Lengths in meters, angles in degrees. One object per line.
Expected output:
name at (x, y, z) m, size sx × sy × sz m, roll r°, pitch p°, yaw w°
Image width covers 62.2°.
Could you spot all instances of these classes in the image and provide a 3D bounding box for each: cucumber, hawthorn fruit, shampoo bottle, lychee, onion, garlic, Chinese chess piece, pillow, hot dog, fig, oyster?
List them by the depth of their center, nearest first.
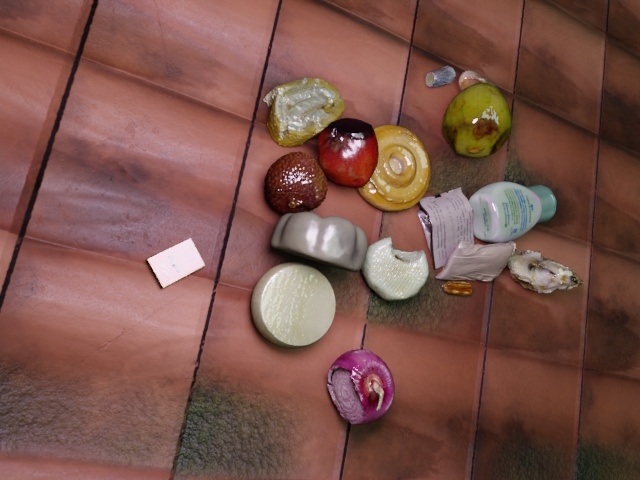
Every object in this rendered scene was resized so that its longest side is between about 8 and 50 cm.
Chinese chess piece at (-0.079, 0.187, 1.539) m, size 0.251 × 0.101 × 0.250 m, roll 4°, pitch 81°, yaw -25°
lychee at (-0.076, -0.167, 1.547) m, size 0.195 × 0.194 × 0.194 m, roll 4°, pitch 81°, yaw -25°
onion at (0.131, 0.426, 1.576) m, size 0.201 × 0.200 × 0.207 m, roll -32°, pitch 65°, yaw -26°
hawthorn fruit at (0.091, -0.251, 1.599) m, size 0.189 × 0.190 × 0.251 m, roll -54°, pitch 146°, yaw -22°
pillow at (0.542, 0.069, 1.843) m, size 0.271 × 0.067 × 0.173 m, roll 5°, pitch 120°, yaw -25°
hot dog at (0.478, 0.165, 1.849) m, size 0.122 × 0.037 × 0.049 m, roll 9°, pitch 90°, yaw -19°
fig at (0.551, -0.430, 1.859) m, size 0.240 × 0.239 × 0.270 m, roll 26°, pitch 65°, yaw -20°
cucumber at (0.432, -0.590, 1.919) m, size 0.112 × 0.064 × 0.064 m, roll -25°, pitch 94°, yaw -24°
shampoo bottle at (0.712, -0.115, 1.934) m, size 0.350 × 0.151 × 0.221 m, roll -13°, pitch 93°, yaw -26°
garlic at (0.592, -0.566, 1.973) m, size 0.175 × 0.099 × 0.124 m, roll 31°, pitch 56°, yaw -18°
oyster at (0.822, 0.121, 1.980) m, size 0.342 × 0.110 × 0.166 m, roll 6°, pitch 75°, yaw -22°

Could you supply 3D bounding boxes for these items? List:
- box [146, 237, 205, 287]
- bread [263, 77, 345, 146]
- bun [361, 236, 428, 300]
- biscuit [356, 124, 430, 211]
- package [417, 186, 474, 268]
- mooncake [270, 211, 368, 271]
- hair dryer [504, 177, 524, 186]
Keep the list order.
box at (-0.394, 0.061, 1.450) m, size 0.133 × 0.023 × 0.090 m, roll -28°, pitch 93°, yaw -26°
bread at (-0.047, -0.407, 1.626) m, size 0.257 × 0.124 × 0.185 m, roll -32°, pitch 96°, yaw -27°
bun at (0.236, 0.085, 1.691) m, size 0.204 × 0.126 × 0.212 m, roll -38°, pitch 94°, yaw 1°
biscuit at (0.240, -0.241, 1.756) m, size 0.297 × 0.102 × 0.295 m, roll 3°, pitch 84°, yaw -25°
package at (0.448, -0.045, 1.849) m, size 0.204 × 0.062 × 0.250 m, roll -16°, pitch 94°, yaw -25°
mooncake at (0.000, 0.000, 1.514) m, size 0.275 × 0.275 × 0.135 m, roll 17°, pitch 83°, yaw -23°
hair dryer at (0.741, -0.220, 2.036) m, size 0.083 × 0.026 × 0.047 m, roll 26°, pitch 70°, yaw -13°
